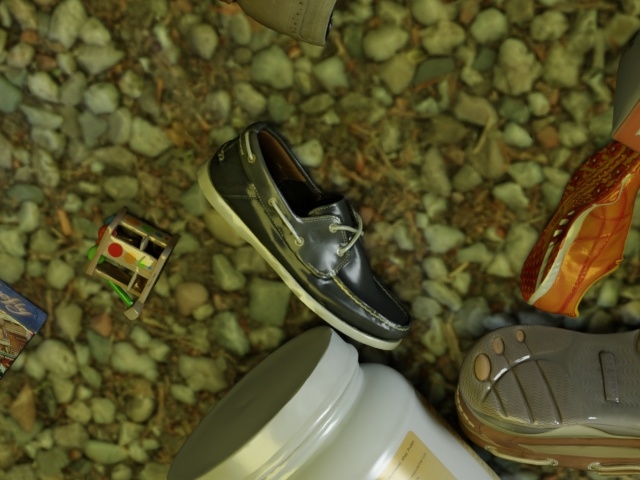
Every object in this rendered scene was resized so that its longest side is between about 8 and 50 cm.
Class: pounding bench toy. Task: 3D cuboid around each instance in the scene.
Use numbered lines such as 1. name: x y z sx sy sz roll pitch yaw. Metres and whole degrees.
1. pounding bench toy: -0.176 0.023 1.305 0.065 0.052 0.083 27 113 -2

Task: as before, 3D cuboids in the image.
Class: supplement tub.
1. supplement tub: 0.043 0.251 1.266 0.228 0.228 0.316 -39 101 20

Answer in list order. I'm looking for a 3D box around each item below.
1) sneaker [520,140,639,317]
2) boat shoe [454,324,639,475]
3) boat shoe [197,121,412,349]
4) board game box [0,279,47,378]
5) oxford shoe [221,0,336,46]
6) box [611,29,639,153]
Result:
1. sneaker: 0.233 -0.013 1.233 0.067 0.064 0.175 19 120 -20
2. boat shoe: 0.271 0.145 1.264 0.324 0.123 0.116 9 146 -4
3. boat shoe: 0.000 0.000 1.252 0.079 0.084 0.233 -40 99 24
4. board game box: -0.398 0.062 1.360 0.243 0.042 0.165 38 112 -7
5. oxford shoe: 0.044 -0.287 1.069 0.130 0.123 0.348 31 132 -12
6. box: 0.421 -0.105 1.086 0.345 0.168 0.215 29 122 -3
